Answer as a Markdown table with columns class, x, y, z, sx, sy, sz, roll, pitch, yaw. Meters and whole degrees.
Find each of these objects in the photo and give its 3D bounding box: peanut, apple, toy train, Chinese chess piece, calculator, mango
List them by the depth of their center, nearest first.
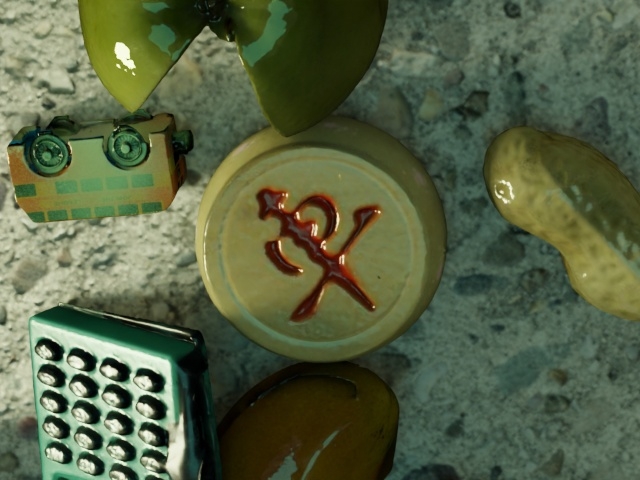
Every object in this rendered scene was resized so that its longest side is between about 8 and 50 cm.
| class | x | y | z | sx | sy | sz | roll | pitch | yaw |
| --- | --- | --- | --- | --- | --- | --- | --- | --- | --- |
| apple | -0.081 | -0.226 | 1.768 | 0.292 | 0.254 | 0.292 | 1 | 104 | 4 |
| peanut | 0.271 | -0.009 | 1.882 | 0.274 | 0.111 | 0.125 | 40 | 123 | -4 |
| Chinese chess piece | 0.000 | 0.000 | 1.912 | 0.251 | 0.097 | 0.251 | 2 | 107 | 6 |
| toy train | -0.218 | -0.074 | 1.928 | 0.188 | 0.072 | 0.099 | -4 | 107 | 8 |
| calculator | -0.198 | 0.206 | 1.962 | 0.248 | 0.058 | 0.274 | 12 | 114 | 39 |
| mango | -0.022 | 0.219 | 1.972 | 0.236 | 0.136 | 0.166 | -41 | 94 | 9 |

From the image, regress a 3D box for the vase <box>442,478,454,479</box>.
| class | x | y | z | sx | sy | sz | roll | pitch | yaw |
| --- | --- | --- | --- | --- | --- | --- | --- | --- | --- |
| vase | 0.069 | 0.403 | 2.017 | 0.173 | 0.173 | 0.321 | 38 | 101 | -7 |
